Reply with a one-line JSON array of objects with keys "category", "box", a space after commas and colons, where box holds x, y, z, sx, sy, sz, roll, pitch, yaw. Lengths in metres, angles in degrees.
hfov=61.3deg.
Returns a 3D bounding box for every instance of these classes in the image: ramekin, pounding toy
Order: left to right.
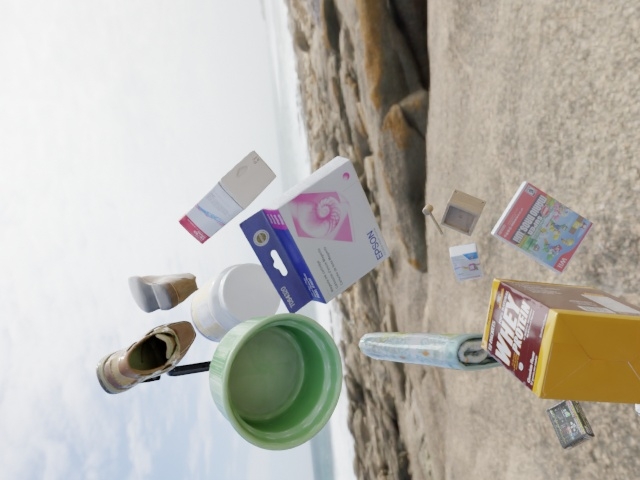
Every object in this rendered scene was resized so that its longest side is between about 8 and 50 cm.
[{"category": "ramekin", "box": [-0.113, 0.319, 1.271, 0.148, 0.303, 0.303, -7, 89, 59]}, {"category": "pounding toy", "box": [0.507, -0.107, 2.089, 0.094, 0.206, 0.181, -54, -19, -36]}]

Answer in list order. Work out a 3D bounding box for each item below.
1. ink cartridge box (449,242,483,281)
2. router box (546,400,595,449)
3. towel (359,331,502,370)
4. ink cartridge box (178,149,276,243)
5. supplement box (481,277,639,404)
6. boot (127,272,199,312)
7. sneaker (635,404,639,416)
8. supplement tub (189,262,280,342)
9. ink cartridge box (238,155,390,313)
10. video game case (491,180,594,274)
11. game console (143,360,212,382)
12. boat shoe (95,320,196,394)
[{"category": "ink cartridge box", "box": [0.492, 0.075, 1.817, 0.052, 0.089, 0.122, -79, -30, -48]}, {"category": "router box", "box": [0.728, 0.532, 1.576, 0.092, 0.038, 0.122, -50, 33, 35]}, {"category": "towel", "box": [0.342, 0.287, 1.417, 0.320, 0.374, 0.090, -12, 73, 50]}, {"category": "ink cartridge box", "box": [-0.325, -0.146, 1.869, 0.131, 0.306, 0.226, 48, -134, -13]}, {"category": "supplement box", "box": [0.393, 0.152, 0.855, 0.194, 0.191, 0.129, -126, 42, -77]}, {"category": "boot", "box": [-0.467, 0.144, 1.593, 0.305, 0.115, 0.112, -1, 110, 46]}, {"category": "sneaker", "box": [0.970, 0.471, 1.408, 0.153, 0.235, 0.094, 44, -128, -30]}, {"category": "supplement tub", "box": [-0.298, 0.217, 1.875, 0.331, 0.241, 0.241, -31, 62, 55]}, {"category": "ink cartridge box", "box": [0.000, 0.000, 1.429, 0.071, 0.330, 0.324, 27, 149, 55]}, {"category": "video game case", "box": [0.736, -0.039, 1.790, 0.204, 0.285, 0.025, -60, 10, 6]}, {"category": "game console", "box": [-0.504, 0.440, 1.825, 0.213, 0.361, 0.044, 154, 111, -65]}, {"category": "boat shoe", "box": [-0.411, 0.284, 1.370, 0.122, 0.120, 0.324, 60, -155, -1]}]
